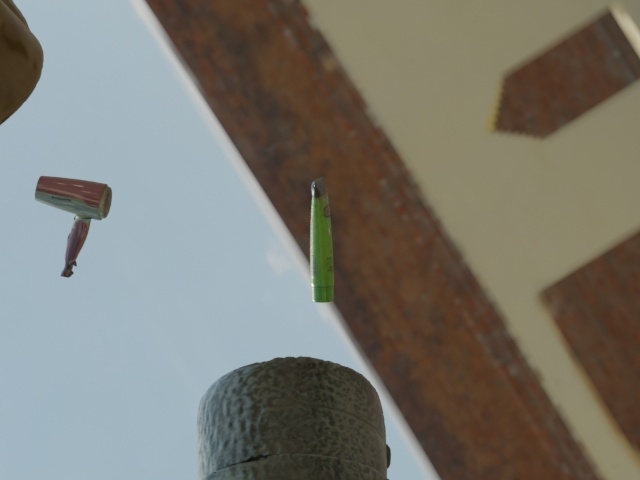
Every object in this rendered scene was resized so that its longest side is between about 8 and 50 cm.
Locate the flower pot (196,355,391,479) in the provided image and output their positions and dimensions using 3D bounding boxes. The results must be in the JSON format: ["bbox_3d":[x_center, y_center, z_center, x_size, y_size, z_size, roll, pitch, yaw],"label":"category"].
[{"bbox_3d":[-0.036,0.335,2.141,0.299,0.299,0.283,49,-152,-43],"label":"flower pot"}]

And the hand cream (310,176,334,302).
[{"bbox_3d":[0.000,0.000,1.676,0.036,0.023,0.122,-33,-58,-72],"label":"hand cream"}]

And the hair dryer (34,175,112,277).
[{"bbox_3d":[-0.361,-0.015,2.456,0.054,0.106,0.154,-75,-7,-68],"label":"hair dryer"}]

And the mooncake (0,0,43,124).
[{"bbox_3d":[-0.408,-0.181,1.768,0.117,0.235,0.235,53,-169,-41],"label":"mooncake"}]
